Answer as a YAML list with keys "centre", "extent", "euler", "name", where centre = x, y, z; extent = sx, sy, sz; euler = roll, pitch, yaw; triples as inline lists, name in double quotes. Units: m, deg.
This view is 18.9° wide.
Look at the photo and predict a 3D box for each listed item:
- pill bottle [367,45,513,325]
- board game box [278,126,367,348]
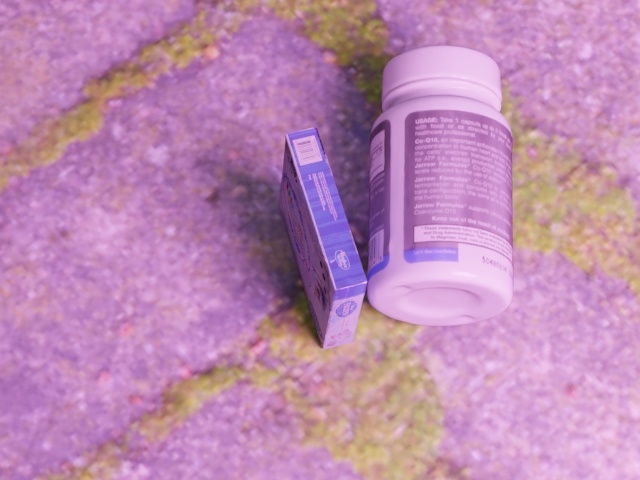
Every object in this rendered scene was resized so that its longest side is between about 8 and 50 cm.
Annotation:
- centre: [0.065, -0.030, 1.033]
  extent: [0.078, 0.078, 0.137]
  euler: [3, 68, -2]
  name: "pill bottle"
- centre: [0.000, 0.000, 1.011]
  extent: [0.020, 0.090, 0.090]
  euler: [-13, 69, -10]
  name: "board game box"
